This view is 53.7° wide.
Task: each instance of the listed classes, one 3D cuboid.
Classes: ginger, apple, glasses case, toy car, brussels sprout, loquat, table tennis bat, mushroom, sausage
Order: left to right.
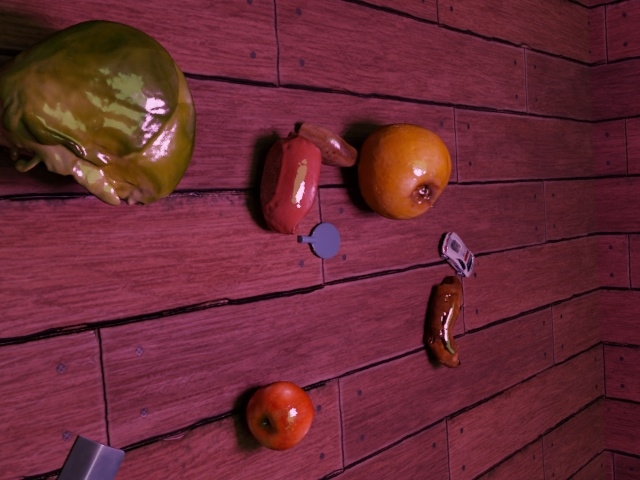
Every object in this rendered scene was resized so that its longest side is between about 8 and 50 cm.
[{"bbox_3d":[-0.474,0.524,1.217,0.105,0.056,0.266,38,64,-37],"label":"glasses case"},{"bbox_3d":[-0.401,-0.235,1.154,0.371,0.276,0.314,9,96,-37],"label":"brussels sprout"},{"bbox_3d":[-0.096,0.420,1.525,0.139,0.163,0.163,-18,103,-57],"label":"apple"},{"bbox_3d":[-0.074,-0.144,1.558,0.148,0.148,0.254,20,76,-43],"label":"sausage"},{"bbox_3d":[0.000,0.000,1.716,0.155,0.019,0.100,2,89,-46],"label":"table tennis bat"},{"bbox_3d":[0.030,-0.247,1.701,0.210,0.094,0.072,28,67,-46],"label":"mushroom"},{"bbox_3d":[0.222,-0.203,1.775,0.275,0.275,0.274,0,90,-45],"label":"loquat"},{"bbox_3d":[0.410,0.258,2.063,0.133,0.107,0.309,12,77,-30],"label":"ginger"},{"bbox_3d":[0.475,0.052,2.162,0.205,0.056,0.095,42,60,-36],"label":"toy car"}]
